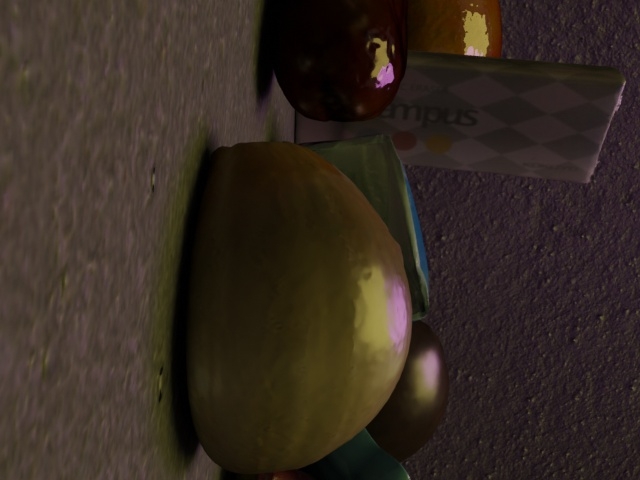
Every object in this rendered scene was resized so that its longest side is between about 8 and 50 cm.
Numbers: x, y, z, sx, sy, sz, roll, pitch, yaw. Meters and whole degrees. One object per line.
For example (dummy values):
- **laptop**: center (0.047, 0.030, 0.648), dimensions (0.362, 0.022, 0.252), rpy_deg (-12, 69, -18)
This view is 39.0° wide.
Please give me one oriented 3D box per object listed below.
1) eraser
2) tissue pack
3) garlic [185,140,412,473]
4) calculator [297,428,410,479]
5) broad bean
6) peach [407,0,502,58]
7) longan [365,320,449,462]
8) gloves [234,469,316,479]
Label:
- **eraser**: center (0.168, -0.165, 1.178), dimensions (0.213, 0.397, 0.082), rpy_deg (92, 4, -49)
- **tissue pack**: center (0.032, 0.006, 1.012), dimensions (0.263, 0.146, 0.198), rpy_deg (87, -7, -83)
- **garlic**: center (-0.028, 0.060, 0.585), dimensions (0.164, 0.146, 0.244), rpy_deg (46, -44, 51)
- **calculator**: center (0.006, 0.252, 0.980), dimensions (0.256, 0.054, 0.386), rpy_deg (52, -18, 26)
- **broad bean**: center (0.017, -0.201, 0.823), dimensions (0.156, 0.122, 0.228), rpy_deg (70, 17, -49)
- **peach**: center (0.129, -0.336, 1.382), dimensions (0.308, 0.308, 0.332), rpy_deg (-39, 118, -87)
- **longan**: center (0.057, 0.190, 1.238), dimensions (0.258, 0.258, 0.257), rpy_deg (6, 90, -88)
- **gloves**: center (-0.037, 0.292, 0.872), dimensions (0.241, 0.126, 0.145), rpy_deg (103, -1, -45)
